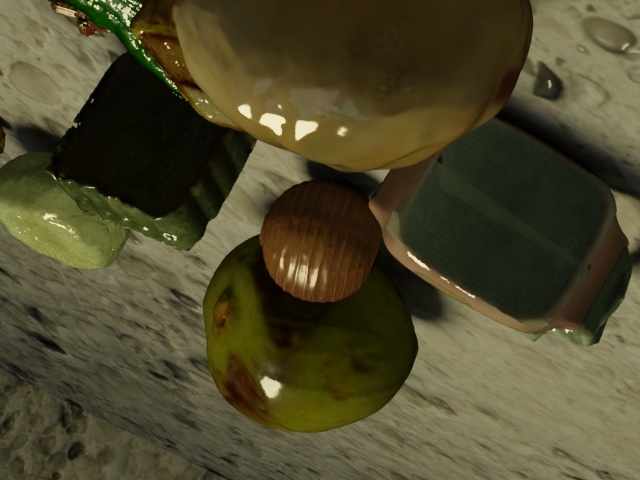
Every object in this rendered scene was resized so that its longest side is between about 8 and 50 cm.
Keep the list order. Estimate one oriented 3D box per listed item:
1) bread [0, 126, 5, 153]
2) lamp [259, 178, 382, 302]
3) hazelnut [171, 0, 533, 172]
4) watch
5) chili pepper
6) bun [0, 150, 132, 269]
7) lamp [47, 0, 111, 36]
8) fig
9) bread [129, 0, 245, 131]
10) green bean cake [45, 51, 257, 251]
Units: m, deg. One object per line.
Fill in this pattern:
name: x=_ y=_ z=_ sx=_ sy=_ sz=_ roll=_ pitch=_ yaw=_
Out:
bread: x=-0.509 y=-0.175 z=2.246 sx=0.114 sy=0.083 sz=0.211 roll=6 pitch=151 yaw=41
lamp: x=0.000 y=0.000 z=1.827 sx=0.136 sy=0.136 sz=0.136 roll=27 pitch=162 yaw=10
hazelnut: x=0.033 y=-0.167 z=1.237 sx=0.261 sy=0.241 sz=0.261 roll=16 pitch=-172 yaw=-2
watch: x=0.169 y=-0.001 z=1.581 sx=0.253 sy=0.162 sz=0.241 roll=33 pitch=175 yaw=1
chili pepper: x=-0.190 y=-0.225 z=1.648 sx=0.224 sy=0.061 sz=0.098 roll=39 pitch=147 yaw=-14
bun: x=-0.341 y=-0.048 z=2.266 sx=0.195 sy=0.118 sz=0.195 roll=22 pitch=163 yaw=7
lamp: x=-0.233 y=-0.234 z=1.743 sx=0.083 sy=0.031 sz=0.063 roll=4 pitch=150 yaw=47
fig: x=-0.002 y=0.105 z=1.999 sx=0.271 sy=0.239 sz=0.239 roll=10 pitch=178 yaw=-38
bread: x=-0.051 y=-0.162 z=1.546 sx=0.222 sy=0.096 sz=0.181 roll=17 pitch=155 yaw=38
green bean cake: x=-0.167 y=-0.092 z=1.782 sx=0.181 sy=0.173 sz=0.094 roll=19 pitch=161 yaw=29
